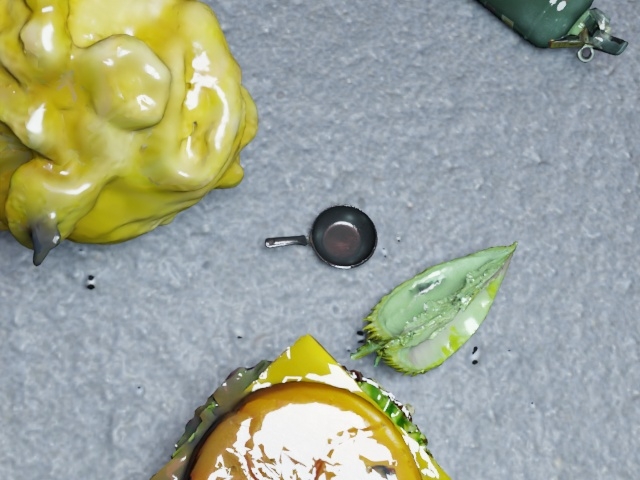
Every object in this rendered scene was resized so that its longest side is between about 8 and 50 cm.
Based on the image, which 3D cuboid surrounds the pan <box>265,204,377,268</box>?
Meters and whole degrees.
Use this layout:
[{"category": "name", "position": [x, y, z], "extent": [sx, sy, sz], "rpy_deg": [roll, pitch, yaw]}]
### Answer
[{"category": "pan", "position": [0.000, 0.000, 0.875], "extent": [0.115, 0.023, 0.068], "rpy_deg": [-4, 71, -12]}]

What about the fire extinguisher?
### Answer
[{"category": "fire extinguisher", "position": [0.209, -0.303, 0.971], "extent": [0.311, 0.114, 0.095], "rpy_deg": [40, 98, 6]}]

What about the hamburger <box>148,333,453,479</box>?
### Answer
[{"category": "hamburger", "position": [-0.017, 0.223, 0.728], "extent": [0.261, 0.139, 0.243], "rpy_deg": [-39, 79, -13]}]

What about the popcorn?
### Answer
[{"category": "popcorn", "position": [-0.215, -0.106, 0.742], "extent": [0.315, 0.297, 0.281], "rpy_deg": [24, 48, -32]}]

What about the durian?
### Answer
[{"category": "durian", "position": [0.101, 0.068, 0.822], "extent": [0.215, 0.100, 0.086], "rpy_deg": [-34, 74, -27]}]
